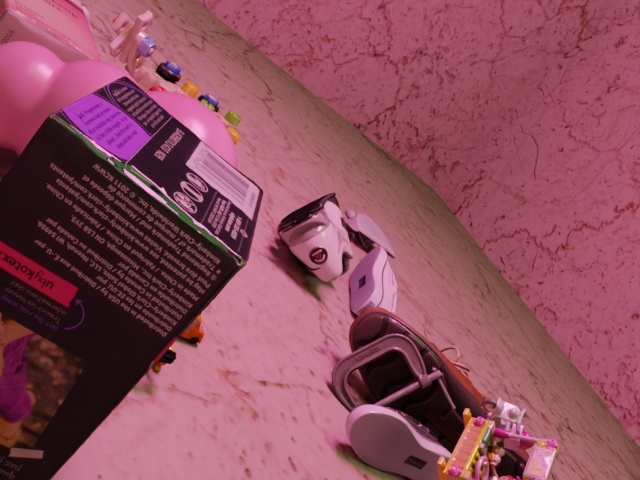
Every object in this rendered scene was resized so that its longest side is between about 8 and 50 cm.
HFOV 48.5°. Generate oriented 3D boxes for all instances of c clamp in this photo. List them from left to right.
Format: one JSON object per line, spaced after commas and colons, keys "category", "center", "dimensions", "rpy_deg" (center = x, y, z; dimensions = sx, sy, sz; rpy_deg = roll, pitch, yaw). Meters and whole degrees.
{"category": "c clamp", "center": [0.102, 0.211, 1.041], "dimensions": [0.022, 0.160, 0.137], "rpy_deg": [115, -45, -76]}

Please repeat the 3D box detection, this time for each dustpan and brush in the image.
{"category": "dustpan and brush", "center": [0.108, -0.035, 1.843], "dimensions": [0.147, 0.060, 0.211], "rpy_deg": [35, 24, -32]}

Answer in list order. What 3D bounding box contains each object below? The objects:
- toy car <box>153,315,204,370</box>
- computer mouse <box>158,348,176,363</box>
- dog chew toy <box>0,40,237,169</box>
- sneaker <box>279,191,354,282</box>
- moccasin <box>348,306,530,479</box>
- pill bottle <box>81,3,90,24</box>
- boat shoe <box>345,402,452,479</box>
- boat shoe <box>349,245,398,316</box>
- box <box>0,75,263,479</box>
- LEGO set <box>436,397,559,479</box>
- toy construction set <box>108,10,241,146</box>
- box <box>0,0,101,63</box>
{"category": "toy car", "center": [-0.155, 0.112, 0.818], "dimensions": [0.060, 0.040, 0.122], "rpy_deg": [37, 16, -21]}
{"category": "computer mouse", "center": [-0.238, 0.064, 0.681], "dimensions": [0.071, 0.041, 0.242], "rpy_deg": [-6, -30, 46]}
{"category": "dog chew toy", "center": [-0.272, -0.124, 0.875], "dimensions": [0.331, 0.207, 0.207], "rpy_deg": [29, 20, -20]}
{"category": "sneaker", "center": [0.000, 0.000, 1.397], "dimensions": [0.146, 0.122, 0.330], "rpy_deg": [60, 12, -10]}
{"category": "moccasin", "center": [0.194, 0.252, 1.144], "dimensions": [0.380, 0.139, 0.147], "rpy_deg": [40, 10, -5]}
{"category": "pill bottle", "center": [-0.501, -0.424, 1.237], "dimensions": [0.184, 0.103, 0.103], "rpy_deg": [44, 16, 1]}
{"category": "boat shoe", "center": [0.107, 0.271, 0.990], "dimensions": [0.228, 0.080, 0.076], "rpy_deg": [34, 12, -35]}
{"category": "boat shoe", "center": [0.114, 0.100, 1.449], "dimensions": [0.084, 0.095, 0.258], "rpy_deg": [44, 26, -13]}
{"category": "box", "center": [-0.182, 0.039, 0.511], "dimensions": [0.143, 0.270, 0.165], "rpy_deg": [40, 16, -13]}
{"category": "LEGO set", "center": [0.181, 0.294, 0.741], "dimensions": [0.287, 0.107, 0.132], "rpy_deg": [-64, 142, -33]}
{"category": "toy construction set", "center": [-0.279, -0.266, 1.327], "dimensions": [0.328, 0.151, 0.215], "rpy_deg": [54, 16, -3]}
{"category": "box", "center": [-0.430, -0.298, 1.039], "dimensions": [0.148, 0.127, 0.232], "rpy_deg": [28, 22, -42]}
